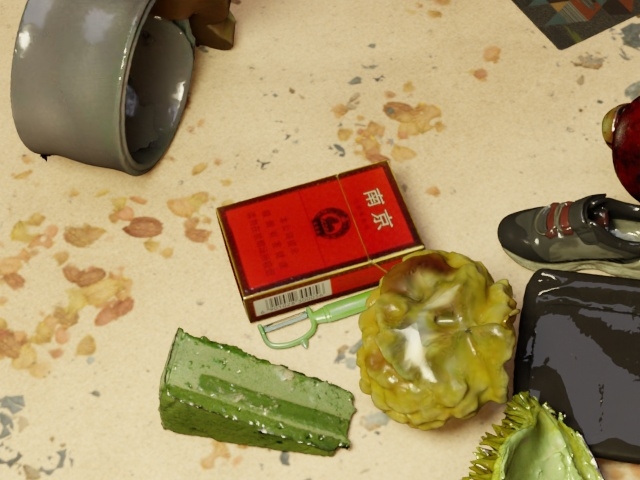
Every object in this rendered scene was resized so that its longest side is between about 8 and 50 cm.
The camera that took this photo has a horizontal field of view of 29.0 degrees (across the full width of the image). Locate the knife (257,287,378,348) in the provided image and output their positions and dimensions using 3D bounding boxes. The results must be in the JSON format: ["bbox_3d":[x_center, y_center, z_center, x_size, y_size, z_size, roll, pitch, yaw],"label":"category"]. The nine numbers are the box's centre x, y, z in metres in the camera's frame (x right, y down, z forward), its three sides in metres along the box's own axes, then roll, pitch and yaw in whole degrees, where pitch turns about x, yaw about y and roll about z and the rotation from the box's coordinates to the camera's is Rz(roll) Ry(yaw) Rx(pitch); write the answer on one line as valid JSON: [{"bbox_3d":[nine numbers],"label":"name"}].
[{"bbox_3d":[0.028,0.094,1.560,0.212,0.015,0.054,-19,56,-8],"label":"knife"}]

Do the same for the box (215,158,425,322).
[{"bbox_3d":[0.000,-0.001,1.596,0.240,0.074,0.153,-16,51,-6],"label":"box"}]

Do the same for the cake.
[{"bbox_3d":[-0.080,0.198,1.490,0.235,0.099,0.100,19,55,-7],"label":"cake"}]

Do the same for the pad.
[{"bbox_3d":[0.406,-0.368,1.855,0.211,0.003,0.143,-26,57,-13],"label":"pad"}]

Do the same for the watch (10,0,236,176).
[{"bbox_3d":[-0.269,-0.248,1.685,0.314,0.335,0.326,16,77,9],"label":"watch"}]

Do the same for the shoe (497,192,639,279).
[{"bbox_3d":[0.337,-0.017,1.549,0.228,0.112,0.099,8,58,9],"label":"shoe"}]

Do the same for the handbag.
[{"bbox_3d":[0.352,0.154,1.454,0.247,0.080,0.223,7,65,9],"label":"handbag"}]

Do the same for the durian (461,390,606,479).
[{"bbox_3d":[0.234,0.329,1.272,0.198,0.163,0.394,-1,55,0],"label":"durian"}]

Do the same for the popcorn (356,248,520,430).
[{"bbox_3d":[0.141,0.116,1.444,0.189,0.169,0.218,-1,65,12],"label":"popcorn"}]

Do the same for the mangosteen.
[{"bbox_3d":[0.450,-0.124,1.590,0.200,0.200,0.199,-3,55,4],"label":"mangosteen"}]
